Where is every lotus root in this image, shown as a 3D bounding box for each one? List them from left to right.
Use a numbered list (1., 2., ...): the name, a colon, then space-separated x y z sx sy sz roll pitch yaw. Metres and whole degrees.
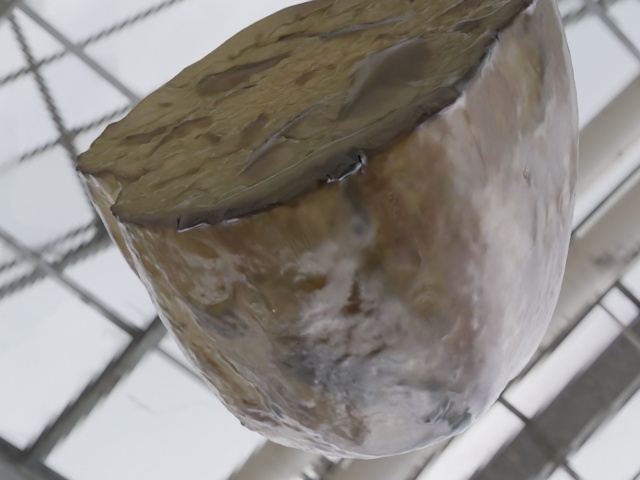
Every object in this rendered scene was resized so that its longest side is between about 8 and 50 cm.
1. lotus root: 0.000 0.000 1.052 0.316 0.250 0.316 -13 -156 6
